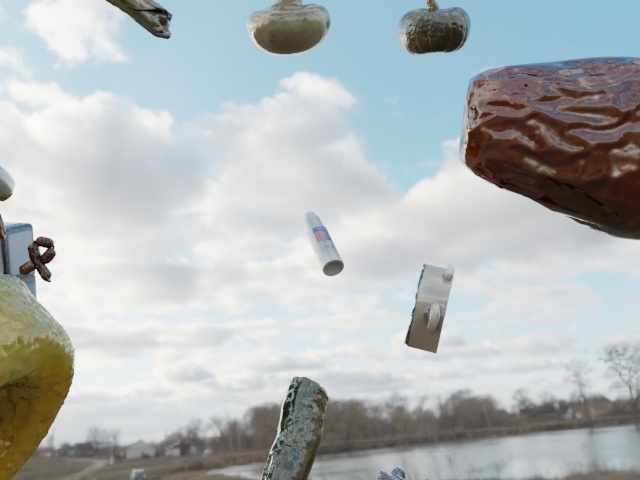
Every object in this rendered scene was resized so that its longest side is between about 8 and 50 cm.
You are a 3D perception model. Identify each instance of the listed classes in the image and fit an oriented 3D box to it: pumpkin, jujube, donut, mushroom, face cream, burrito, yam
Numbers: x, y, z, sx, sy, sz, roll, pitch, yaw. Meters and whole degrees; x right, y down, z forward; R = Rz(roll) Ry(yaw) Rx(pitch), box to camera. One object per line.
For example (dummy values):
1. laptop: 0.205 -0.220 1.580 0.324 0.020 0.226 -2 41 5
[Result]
1. pumpkin: 0.330 -0.624 1.856 0.219 0.162 0.219 -6 20 2
2. jujube: 0.263 -0.093 0.618 0.255 0.190 0.190 8 -18 5
3. donut: -0.520 0.235 0.907 0.163 0.377 0.435 31 -11 13
4. mushroom: -0.077 -0.547 1.556 0.206 0.206 0.209 -1 -39 -7
5. face cream: 0.000 0.000 0.965 0.034 0.130 0.034 -11 -49 -13
6. burrito: -0.313 -0.392 1.034 0.171 0.051 0.042 26 -36 -29
7. face cream: -0.506 -0.099 0.945 0.072 0.051 0.182 6 -11 -9
8. yam: -0.048 0.300 0.763 0.061 0.274 0.061 14 -29 8

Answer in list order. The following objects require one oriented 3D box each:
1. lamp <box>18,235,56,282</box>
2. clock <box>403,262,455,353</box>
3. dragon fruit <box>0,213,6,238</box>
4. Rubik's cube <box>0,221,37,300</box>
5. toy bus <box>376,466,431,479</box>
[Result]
1. lamp: -0.539 0.033 1.229 0.063 0.083 0.031 19 -7 -14
2. clock: 0.192 0.116 1.123 0.063 0.155 0.229 12 6 11
3. dragon fruit: -0.431 -0.001 0.717 0.133 0.208 0.150 -9 -15 -14
4. Rubik's cube: -0.779 0.145 1.209 0.362 0.363 0.359 -3 9 4
5. toy bus: 0.135 0.364 0.864 0.064 0.075 0.190 19 -12 45
